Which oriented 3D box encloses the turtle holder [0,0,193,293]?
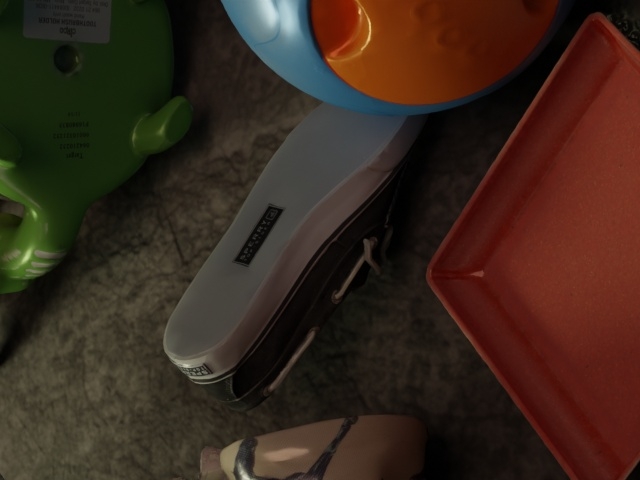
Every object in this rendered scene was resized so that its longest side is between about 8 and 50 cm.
[{"bbox_3d":[-0.255,-0.135,1.578,0.227,0.243,0.320,8,127,51],"label":"turtle holder"}]

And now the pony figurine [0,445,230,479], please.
[{"bbox_3d":[-0.227,0.313,1.461,0.363,0.303,0.351,35,135,31],"label":"pony figurine"}]

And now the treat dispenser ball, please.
[{"bbox_3d":[0.058,-0.237,1.307,0.288,0.288,0.288,-7,78,35],"label":"treat dispenser ball"}]

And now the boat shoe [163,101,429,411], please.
[{"bbox_3d":[0.003,0.001,1.419,0.113,0.105,0.306,15,66,47],"label":"boat shoe"}]

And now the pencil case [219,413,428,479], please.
[{"bbox_3d":[0.039,0.318,1.297,0.160,0.183,0.410,-21,68,23],"label":"pencil case"}]

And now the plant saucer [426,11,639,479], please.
[{"bbox_3d":[0.211,0.013,1.260,0.259,0.048,0.258,-59,45,26],"label":"plant saucer"}]
